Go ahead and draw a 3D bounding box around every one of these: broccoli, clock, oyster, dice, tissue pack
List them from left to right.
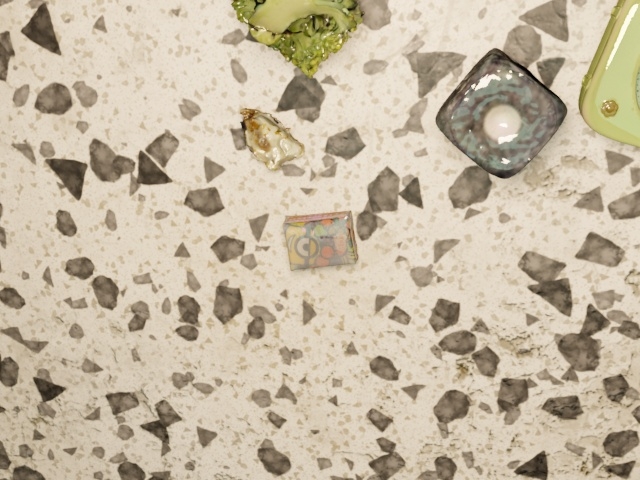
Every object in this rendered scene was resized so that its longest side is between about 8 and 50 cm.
[{"bbox_3d":[-0.107,-0.218,1.660,0.103,0.051,0.148,-28,117,16],"label":"oyster"},{"bbox_3d":[-0.062,-0.399,1.504,0.242,0.273,0.180,31,145,1],"label":"broccoli"},{"bbox_3d":[0.000,0.000,1.710,0.148,0.060,0.109,-5,109,14],"label":"tissue pack"},{"bbox_3d":[0.332,-0.236,1.497,0.182,0.183,0.181,39,110,-5],"label":"dice"},{"bbox_3d":[0.666,-0.290,1.446,0.348,0.117,0.286,20,111,3],"label":"clock"}]
